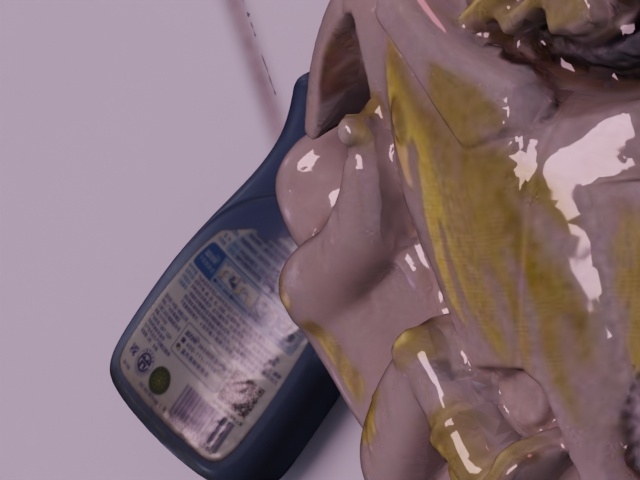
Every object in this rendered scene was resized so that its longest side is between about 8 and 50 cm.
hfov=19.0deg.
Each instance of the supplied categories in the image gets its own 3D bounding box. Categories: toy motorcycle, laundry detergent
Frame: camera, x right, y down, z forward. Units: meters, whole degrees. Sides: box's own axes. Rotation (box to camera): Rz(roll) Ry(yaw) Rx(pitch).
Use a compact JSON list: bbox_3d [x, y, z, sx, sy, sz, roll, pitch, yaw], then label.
[{"bbox_3d":[0.064,0.020,0.649,0.223,0.108,0.340,2,99,51],"label":"toy motorcycle"},{"bbox_3d":[-0.001,-0.001,0.779,0.206,0.061,0.096,-54,49,14],"label":"laundry detergent"}]
